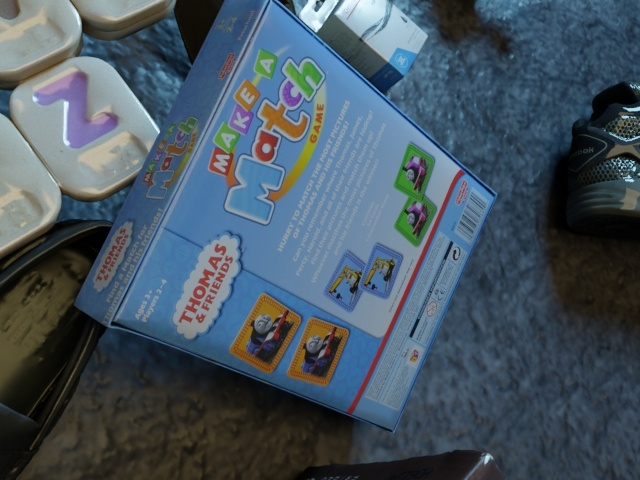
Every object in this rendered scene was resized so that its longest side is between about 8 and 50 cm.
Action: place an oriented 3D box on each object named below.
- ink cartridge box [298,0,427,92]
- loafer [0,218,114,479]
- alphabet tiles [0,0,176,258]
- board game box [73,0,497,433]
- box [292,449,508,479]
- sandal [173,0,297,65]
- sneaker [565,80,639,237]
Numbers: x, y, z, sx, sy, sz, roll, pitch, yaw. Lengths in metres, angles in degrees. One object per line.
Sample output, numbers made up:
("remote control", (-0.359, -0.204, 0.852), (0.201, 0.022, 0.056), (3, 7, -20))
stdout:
("ink cartridge box", (0.031, -0.153, 0.573), (0.083, 0.028, 0.048), (38, 58, -14))
("loafer", (-0.159, 0.077, 0.349), (0.076, 0.078, 0.223), (38, 58, -12))
("alphabet tiles", (-0.217, -0.108, 0.371), (0.284, 0.021, 0.278), (-34, 83, -23))
("board game box", (0.000, 0.000, 0.421), (0.211, 0.039, 0.160), (32, 80, -44))
("box", (0.030, 0.229, 0.357), (0.168, 0.167, 0.203), (-34, 93, -35))
("sandal", (-0.039, -0.073, 0.481), (0.090, 0.060, 0.219), (-14, 89, 2))
("sneaker", (0.299, -0.064, 0.668), (0.227, 0.087, 0.130), (7, 76, -23))
